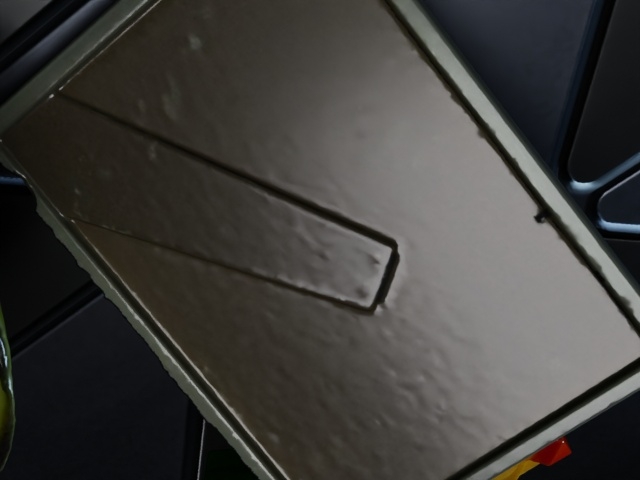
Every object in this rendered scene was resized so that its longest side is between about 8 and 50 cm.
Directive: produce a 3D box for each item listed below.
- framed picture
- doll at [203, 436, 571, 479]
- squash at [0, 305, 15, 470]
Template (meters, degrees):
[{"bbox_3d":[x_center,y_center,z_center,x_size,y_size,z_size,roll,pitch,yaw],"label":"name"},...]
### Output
[{"bbox_3d":[0.000,0.000,0.495,0.211,0.020,0.289,-37,97,17],"label":"framed picture"},{"bbox_3d":[0.047,0.121,0.588,0.186,0.106,0.134,-38,110,18],"label":"doll"},{"bbox_3d":[-0.225,-0.001,0.460,0.204,0.155,0.237,11,122,-14],"label":"squash"}]
